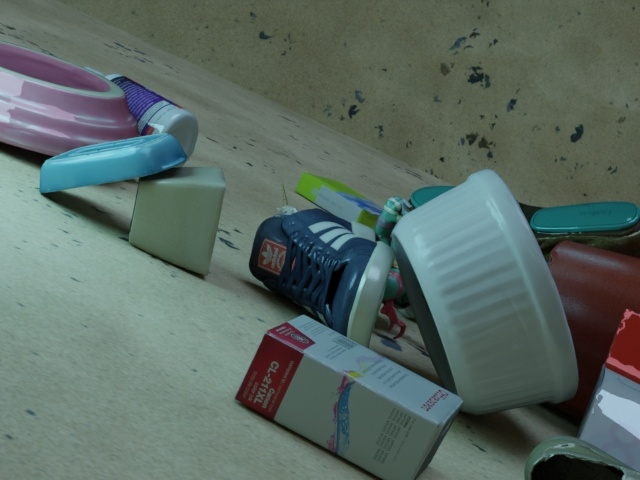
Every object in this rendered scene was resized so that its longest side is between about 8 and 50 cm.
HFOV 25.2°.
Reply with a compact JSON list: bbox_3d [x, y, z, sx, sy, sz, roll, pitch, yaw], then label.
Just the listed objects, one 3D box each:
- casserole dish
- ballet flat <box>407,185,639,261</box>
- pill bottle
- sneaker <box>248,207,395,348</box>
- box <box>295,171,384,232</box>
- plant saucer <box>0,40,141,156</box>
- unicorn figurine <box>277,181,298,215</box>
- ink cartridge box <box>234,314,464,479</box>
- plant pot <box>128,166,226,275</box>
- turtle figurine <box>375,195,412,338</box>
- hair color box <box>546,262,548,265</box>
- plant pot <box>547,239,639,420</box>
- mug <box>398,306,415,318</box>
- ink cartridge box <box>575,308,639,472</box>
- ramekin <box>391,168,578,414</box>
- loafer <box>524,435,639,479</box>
[{"bbox_3d":[-0.245,-0.092,1.664,0.188,0.037,0.114,-8,12,27],"label":"casserole dish"},{"bbox_3d":[0.280,0.003,1.951,0.342,0.124,0.116,4,34,24],"label":"ballet flat"},{"bbox_3d":[-0.284,-0.180,2.104,0.193,0.108,0.108,30,11,22],"label":"pill bottle"},{"bbox_3d":[-0.008,0.036,1.663,0.148,0.131,0.350,17,5,-8],"label":"sneaker"},{"bbox_3d":[0.053,-0.061,2.519,0.178,0.042,0.109,33,13,37],"label":"box"},{"bbox_3d":[-0.391,-0.197,1.905,0.332,0.084,0.332,19,11,-4],"label":"plant saucer"},{"bbox_3d":[0.000,0.000,2.055,0.162,0.060,0.111,39,2,-29],"label":"unicorn figurine"},{"bbox_3d":[0.029,0.143,1.289,0.175,0.072,0.127,28,10,12],"label":"ink cartridge box"},{"bbox_3d":[-0.168,-0.032,1.652,0.096,0.109,0.109,11,12,-9],"label":"plant pot"},{"bbox_3d":[0.110,0.032,1.814,0.175,0.118,0.234,62,14,-6],"label":"turtle figurine"},{"bbox_3d":[0.394,0.056,2.553,0.374,0.113,0.185,24,10,-2],"label":"hair color box"},{"bbox_3d":[0.392,0.133,1.777,0.265,0.272,0.272,21,7,21],"label":"plant pot"},{"bbox_3d":[0.131,0.077,1.947,0.078,0.062,0.064,16,20,-17],"label":"mug"},{"bbox_3d":[0.381,0.193,1.527,0.189,0.232,0.066,26,-26,4],"label":"ink cartridge box"},{"bbox_3d":[0.173,0.068,1.571,0.273,0.127,0.272,160,-90,-88],"label":"ramekin"},{"bbox_3d":[0.296,0.261,1.296,0.268,0.102,0.092,20,7,29],"label":"loafer"}]
